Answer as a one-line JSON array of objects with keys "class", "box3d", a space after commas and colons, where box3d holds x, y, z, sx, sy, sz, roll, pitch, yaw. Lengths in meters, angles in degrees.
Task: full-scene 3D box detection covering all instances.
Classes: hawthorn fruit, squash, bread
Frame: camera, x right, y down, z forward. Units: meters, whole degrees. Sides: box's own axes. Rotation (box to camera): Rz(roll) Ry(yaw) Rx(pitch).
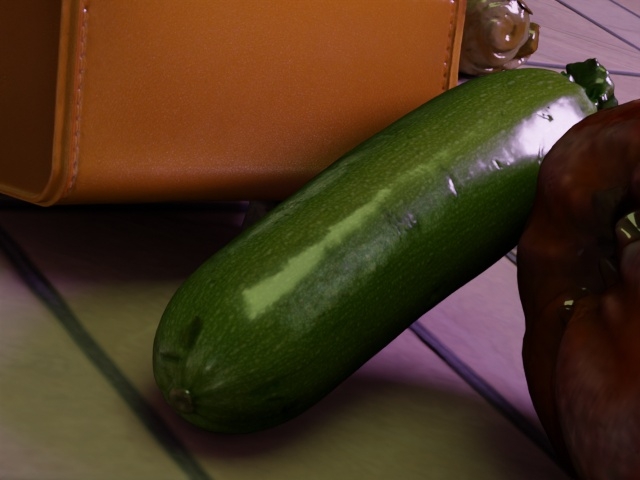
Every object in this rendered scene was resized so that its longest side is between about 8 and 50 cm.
[{"class": "hawthorn fruit", "box3d": [0.223, 0.049, 0.757, 0.284, 0.284, 0.284, 17, 23, -8]}, {"class": "squash", "box3d": [0.048, -0.012, 0.827, 0.101, 0.101, 0.378, 32, 48, 26]}, {"class": "bread", "box3d": [0.105, -0.226, 1.471, 0.232, 0.088, 0.128, 34, 7, 36]}]

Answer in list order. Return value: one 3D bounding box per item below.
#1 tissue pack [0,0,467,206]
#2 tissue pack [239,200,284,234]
[{"class": "tissue pack", "box3d": [-0.082, -0.101, 0.905, 0.274, 0.145, 0.194, -1, 12, -38]}, {"class": "tissue pack", "box3d": [0.000, 0.000, 0.933, 0.083, 0.042, 0.062, -6, 32, -46]}]
